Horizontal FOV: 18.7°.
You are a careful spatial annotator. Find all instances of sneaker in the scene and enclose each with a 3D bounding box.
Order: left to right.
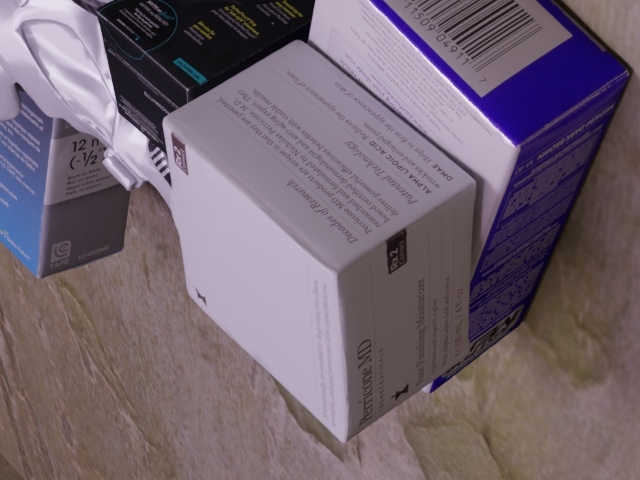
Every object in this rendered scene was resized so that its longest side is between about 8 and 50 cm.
[{"bbox_3d":[-0.170,-0.114,1.619,0.210,0.137,0.366,-19,100,34],"label":"sneaker"}]

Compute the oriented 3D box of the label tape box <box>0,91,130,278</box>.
[{"bbox_3d":[-0.278,-0.177,1.852,0.249,0.115,0.347,40,132,34],"label":"label tape box"}]

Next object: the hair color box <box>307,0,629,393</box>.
[{"bbox_3d":[0.077,-0.057,1.340,0.185,0.110,0.339,48,153,19],"label":"hair color box"}]

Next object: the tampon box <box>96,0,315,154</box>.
[{"bbox_3d":[-0.060,-0.140,1.433,0.120,0.161,0.101,41,152,35],"label":"tampon box"}]

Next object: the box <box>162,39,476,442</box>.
[{"bbox_3d":[0.000,0.000,1.278,0.182,0.119,0.181,42,153,31],"label":"box"}]
